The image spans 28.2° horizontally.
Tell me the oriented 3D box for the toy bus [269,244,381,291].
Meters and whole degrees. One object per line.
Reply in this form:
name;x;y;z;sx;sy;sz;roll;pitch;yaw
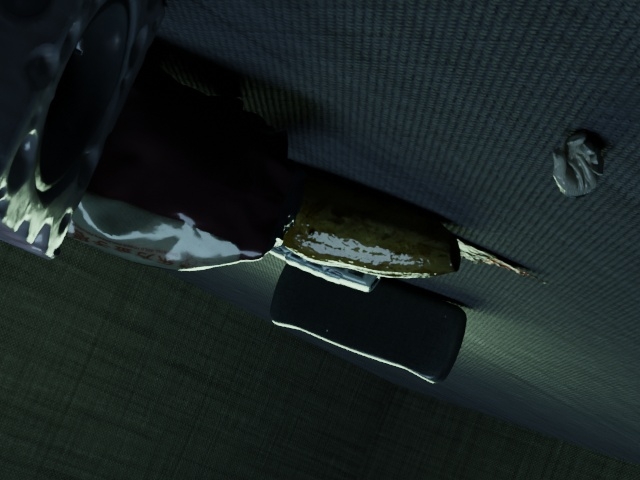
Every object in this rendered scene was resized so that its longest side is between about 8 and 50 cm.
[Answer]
toy bus;0.000;0.000;1.668;0.194;0.089;0.087;23;171;7

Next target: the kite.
kite;0.160;0.004;1.558;0.222;0.008;0.125;16;169;38

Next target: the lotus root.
lotus root;0.038;-0.012;1.490;0.258;0.097;0.110;17;167;13

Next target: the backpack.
backpack;-0.163;-0.072;1.311;0.283;0.197;0.317;23;177;-6

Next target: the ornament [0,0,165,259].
ornament;-0.280;-0.152;0.961;0.240;0.239;0.240;23;171;3

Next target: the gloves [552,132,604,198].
gloves;0.198;-0.056;0.990;0.044;0.037;0.081;-12;158;-11

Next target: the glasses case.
glasses case;0.075;0.121;2.065;0.323;0.131;0.074;19;176;23
